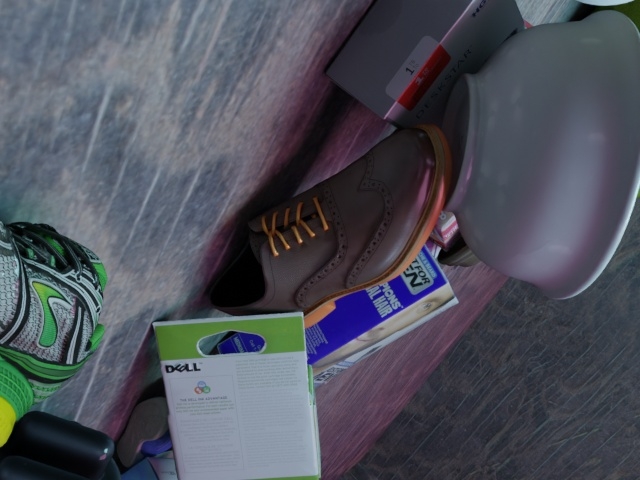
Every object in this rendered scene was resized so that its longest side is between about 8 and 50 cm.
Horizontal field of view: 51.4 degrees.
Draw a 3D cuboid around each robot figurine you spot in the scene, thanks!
[{"bbox_3d":[-0.310,0.308,0.702,0.209,0.173,0.278,-15,142,-55],"label":"robot figurine"}]

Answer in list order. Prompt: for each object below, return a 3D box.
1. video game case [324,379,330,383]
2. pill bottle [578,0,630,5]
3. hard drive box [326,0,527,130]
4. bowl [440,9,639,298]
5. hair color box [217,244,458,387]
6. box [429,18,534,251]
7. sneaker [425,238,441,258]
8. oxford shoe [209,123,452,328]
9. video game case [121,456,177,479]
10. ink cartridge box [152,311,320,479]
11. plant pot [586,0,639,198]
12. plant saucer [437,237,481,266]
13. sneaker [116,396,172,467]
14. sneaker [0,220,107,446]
[{"bbox_3d":[0.073,0.218,1.489,0.206,0.026,0.227,-41,159,-16],"label":"video game case"},{"bbox_3d":[0.300,-0.384,0.614,0.188,0.188,0.334,-44,160,-7],"label":"pill bottle"},{"bbox_3d":[0.132,-0.207,0.748,0.181,0.089,0.232,-53,158,14],"label":"hard drive box"},{"bbox_3d":[0.200,-0.092,0.688,0.298,0.134,0.298,-174,-90,-87],"label":"bowl"},{"bbox_3d":[0.036,0.126,1.019,0.339,0.110,0.185,-33,160,6],"label":"hair color box"},{"bbox_3d":[0.228,-0.148,0.960,0.300,0.142,0.154,-46,161,-1],"label":"box"},{"bbox_3d":[0.108,0.044,1.141,0.161,0.102,0.282,-27,152,-36],"label":"sneaker"},{"bbox_3d":[0.000,0.000,0.748,0.132,0.130,0.364,7,140,-37],"label":"oxford shoe"},{"bbox_3d":[-0.310,0.430,1.016,0.269,0.061,0.244,-34,159,-1],"label":"video game case"},{"bbox_3d":[-0.101,0.193,0.869,0.097,0.188,0.255,-93,180,-68],"label":"ink cartridge box"},{"bbox_3d":[0.527,-0.224,1.186,0.353,0.366,0.366,-43,163,26],"label":"plant pot"},{"bbox_3d":[0.289,-0.056,1.017,0.278,0.041,0.278,-47,179,-1],"label":"plant saucer"},{"bbox_3d":[-0.224,0.261,0.943,0.084,0.058,0.152,-11,144,-48],"label":"sneaker"},{"bbox_3d":[-0.228,0.022,0.448,0.146,0.134,0.343,-43,169,-29],"label":"sneaker"}]
